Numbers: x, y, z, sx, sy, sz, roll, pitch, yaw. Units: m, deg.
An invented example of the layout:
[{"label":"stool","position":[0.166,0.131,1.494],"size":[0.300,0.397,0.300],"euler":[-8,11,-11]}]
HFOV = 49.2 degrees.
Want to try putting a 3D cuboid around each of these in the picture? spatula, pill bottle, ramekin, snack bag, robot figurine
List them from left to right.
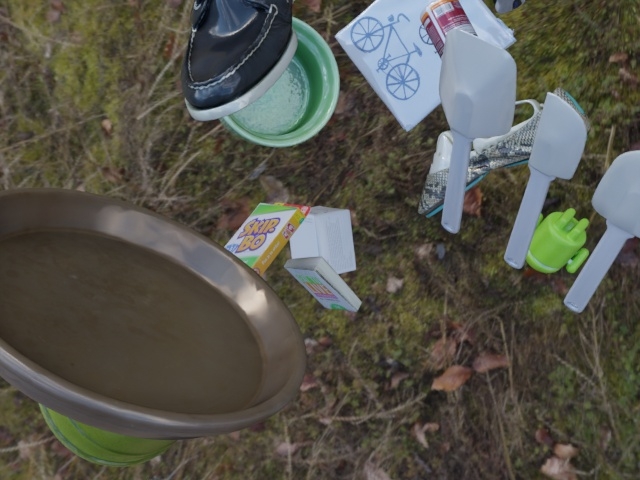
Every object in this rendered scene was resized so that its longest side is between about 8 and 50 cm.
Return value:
[{"label":"ramekin","position":[-0.120,-0.365,1.653],"size":[0.304,0.148,0.303],"euler":[0,92,-17]},{"label":"snack bag","position":[0.245,-0.493,1.698],"size":[0.342,0.037,0.323],"euler":[-40,78,21]},{"label":"pill bottle","position":[0.270,-0.411,1.418],"size":[0.086,0.086,0.152],"euler":[-30,78,30]},{"label":"spatula","position":[0.146,-0.031,0.484],"size":[0.168,0.019,0.242],"euler":[34,165,19]},{"label":"robot figurine","position":[0.351,0.004,1.053],"size":[0.101,0.067,0.115],"euler":[39,138,12]}]

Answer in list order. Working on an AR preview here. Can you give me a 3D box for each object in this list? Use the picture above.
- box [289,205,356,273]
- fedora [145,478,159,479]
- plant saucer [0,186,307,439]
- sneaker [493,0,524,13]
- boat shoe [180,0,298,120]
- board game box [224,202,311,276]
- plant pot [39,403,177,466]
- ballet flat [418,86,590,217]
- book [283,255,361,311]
[{"label":"box","position":[0.000,0.000,2.021],"size":[0.181,0.119,0.181],"euler":[12,112,61]},{"label":"fedora","position":[-0.201,0.503,1.072],"size":[0.124,0.275,0.243],"euler":[-10,138,11]},{"label":"plant saucer","position":[-0.140,0.049,0.526],"size":[0.278,0.278,0.041],"euler":[33,111,9]},{"label":"sneaker","position":[0.355,-0.527,1.355],"size":[0.079,0.217,0.121],"euler":[-21,88,6]},{"label":"boat shoe","position":[-0.083,-0.265,0.732],"size":[0.127,0.340,0.113],"euler":[-3,137,25]},{"label":"board game box","position":[-0.130,0.021,1.289],"size":[0.124,0.259,0.039],"euler":[10,144,49]},{"label":"plant pot","position":[-0.323,0.235,1.401],"size":[0.353,0.366,0.366],"euler":[-31,95,42]},{"label":"ballet flat","position":[0.400,-0.225,1.693],"size":[0.483,0.164,0.182],"euler":[-27,99,40]},{"label":"book","position":[0.005,0.088,1.390],"size":[0.096,0.035,0.144],"euler":[-1,141,47]}]
